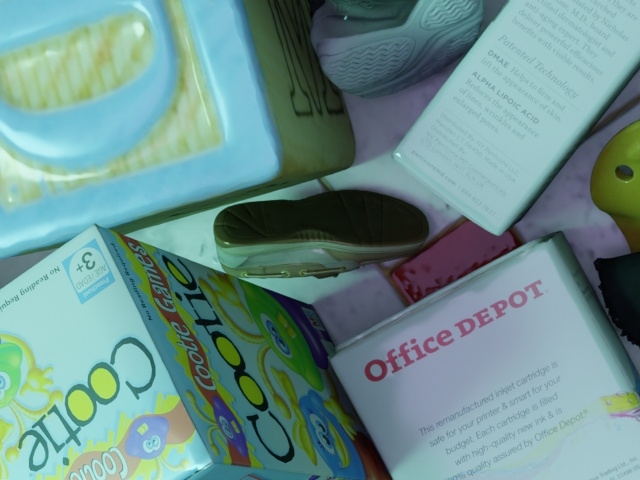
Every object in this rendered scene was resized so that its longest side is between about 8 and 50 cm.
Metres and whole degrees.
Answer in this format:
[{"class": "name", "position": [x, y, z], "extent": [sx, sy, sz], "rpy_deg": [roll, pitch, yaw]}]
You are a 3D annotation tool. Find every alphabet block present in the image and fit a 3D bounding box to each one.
[{"class": "alphabet block", "position": [-0.107, -0.108, 0.962], "extent": [0.192, 0.197, 0.193], "rpy_deg": [-14, 91, 15]}]

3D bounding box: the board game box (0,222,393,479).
[{"class": "board game box", "position": [-0.084, 0.108, 0.918], "extent": [0.144, 0.275, 0.142], "rpy_deg": [-34, 69, 13]}]

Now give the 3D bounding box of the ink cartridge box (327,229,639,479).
[{"class": "ink cartridge box", "position": [0.125, 0.120, 0.978], "extent": [0.154, 0.093, 0.212], "rpy_deg": [-29, 89, 14]}]

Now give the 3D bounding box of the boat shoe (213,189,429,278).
[{"class": "boat shoe", "position": [0.000, 0.000, 1.021], "extent": [0.135, 0.050, 0.045], "rpy_deg": [0, 139, -3]}]

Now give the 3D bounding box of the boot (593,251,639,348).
[{"class": "boot", "position": [0.202, 0.009, 0.935], "extent": [0.099, 0.045, 0.121], "rpy_deg": [-20, 113, 44]}]

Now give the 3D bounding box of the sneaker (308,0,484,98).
[{"class": "sneaker", "position": [0.014, -0.191, 0.915], "extent": [0.101, 0.268, 0.153], "rpy_deg": [-24, 68, 5]}]

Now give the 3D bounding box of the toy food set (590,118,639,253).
[{"class": "toy food set", "position": [0.272, -0.023, 0.947], "extent": [0.218, 0.071, 0.128], "rpy_deg": [18, 132, 18]}]

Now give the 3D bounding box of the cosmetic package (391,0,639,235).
[{"class": "cosmetic package", "position": [0.147, -0.117, 0.942], "extent": [0.085, 0.117, 0.231], "rpy_deg": [37, 101, 6]}]
